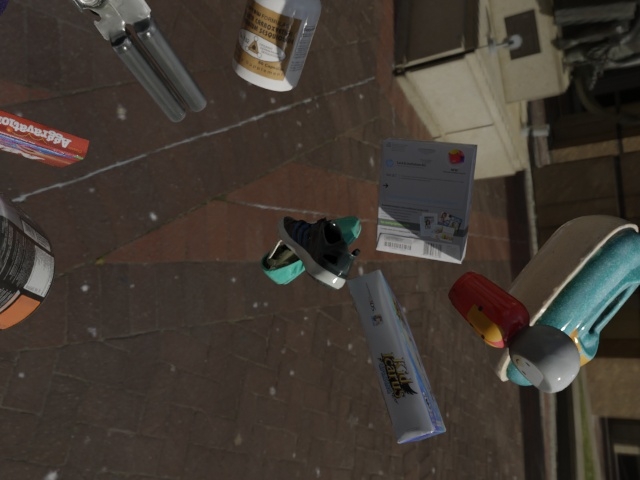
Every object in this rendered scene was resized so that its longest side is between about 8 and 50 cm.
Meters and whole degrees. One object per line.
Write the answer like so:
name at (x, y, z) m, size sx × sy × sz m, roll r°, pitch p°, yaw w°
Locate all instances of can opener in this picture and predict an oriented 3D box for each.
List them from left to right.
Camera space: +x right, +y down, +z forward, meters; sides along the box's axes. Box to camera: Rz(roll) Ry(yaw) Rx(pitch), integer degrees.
can opener at (-0.260, -0.296, 0.795) m, size 0.095 × 0.076 × 0.283 m, roll 68°, pitch 6°, yaw 35°

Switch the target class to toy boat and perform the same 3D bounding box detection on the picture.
toy boat at (0.284, 0.095, 0.678) m, size 0.318 × 0.148 × 0.267 m, roll -1°, pitch 127°, yaw -48°

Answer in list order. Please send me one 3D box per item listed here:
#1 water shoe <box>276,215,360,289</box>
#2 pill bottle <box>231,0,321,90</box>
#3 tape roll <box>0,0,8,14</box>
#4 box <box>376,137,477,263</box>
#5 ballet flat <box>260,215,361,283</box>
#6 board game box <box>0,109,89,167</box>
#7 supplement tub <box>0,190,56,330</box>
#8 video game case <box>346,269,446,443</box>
water shoe at (0.000, 0.000, 0.863) m, size 0.073 × 0.203 × 0.080 m, roll 30°, pitch 101°, yaw -36°
pill bottle at (-0.071, -0.400, 1.004) m, size 0.131 × 0.131 × 0.229 m, roll -43°, pitch 160°, yaw -54°
tape roll at (-0.522, -0.345, 0.733) m, size 0.189 × 0.189 × 0.080 m, roll -24°, pitch 86°, yaw -59°
box at (0.167, -0.065, 0.900) m, size 0.038 × 0.145 × 0.186 m, roll -38°, pitch 132°, yaw -60°
ballet flat at (-0.033, 0.013, 1.114) m, size 0.087 × 0.247 × 0.083 m, roll 32°, pitch 41°, yaw -31°
board game box at (-0.429, -0.145, 0.644) m, size 0.281 × 0.145 × 0.027 m, roll 18°, pitch 82°, yaw -34°
supplement tub at (-0.506, 0.024, 0.790) m, size 0.338 × 0.207 × 0.207 m, roll 133°, pitch -40°, yaw -72°
video game case at (0.131, 0.199, 0.918) m, size 0.269 × 0.061 × 0.244 m, roll 51°, pitch 19°, yaw -66°
